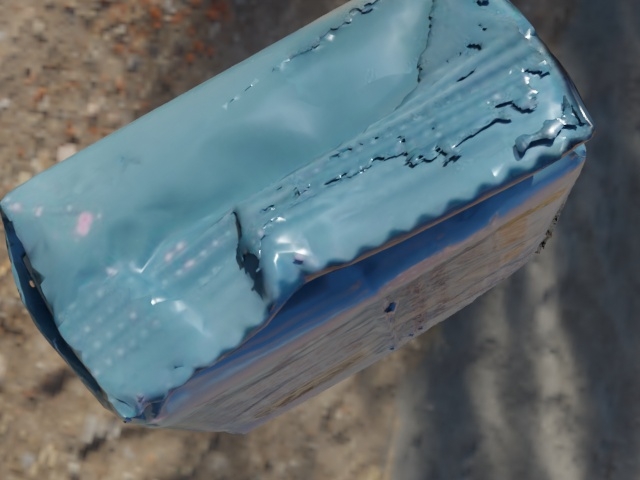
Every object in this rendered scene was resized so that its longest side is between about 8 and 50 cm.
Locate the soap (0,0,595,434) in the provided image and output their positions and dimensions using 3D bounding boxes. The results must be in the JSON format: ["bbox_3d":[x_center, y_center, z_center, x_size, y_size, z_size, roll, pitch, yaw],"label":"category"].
[{"bbox_3d":[0.000,0.000,0.522,0.077,0.156,0.293,60,-1,9],"label":"soap"}]
